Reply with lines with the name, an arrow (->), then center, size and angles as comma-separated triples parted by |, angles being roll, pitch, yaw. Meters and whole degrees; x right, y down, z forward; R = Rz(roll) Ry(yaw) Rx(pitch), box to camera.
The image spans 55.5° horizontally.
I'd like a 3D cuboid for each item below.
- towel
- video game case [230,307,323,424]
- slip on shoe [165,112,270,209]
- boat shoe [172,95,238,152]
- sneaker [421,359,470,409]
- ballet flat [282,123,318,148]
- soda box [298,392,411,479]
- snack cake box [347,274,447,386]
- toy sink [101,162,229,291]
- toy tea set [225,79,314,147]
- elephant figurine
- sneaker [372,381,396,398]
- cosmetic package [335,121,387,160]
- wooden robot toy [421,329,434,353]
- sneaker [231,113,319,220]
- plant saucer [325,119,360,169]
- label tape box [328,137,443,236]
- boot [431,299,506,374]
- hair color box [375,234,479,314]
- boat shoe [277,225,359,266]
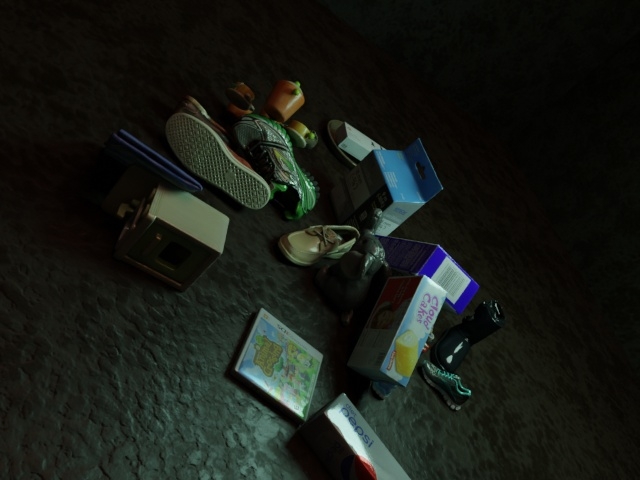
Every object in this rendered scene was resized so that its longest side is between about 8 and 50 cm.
towel -> -0.371, -0.160, 1.318 | 0.209, 0.034, 0.285 | 35, -10, -21
video game case -> -0.089, 0.272, 1.343 | 0.193, 0.023, 0.212 | 39, 31, -12
slip on shoe -> -0.271, -0.207, 1.610 | 0.331, 0.123, 0.101 | 39, 8, -13
boat shoe -> -0.322, -0.305, 1.695 | 0.207, 0.073, 0.073 | 43, 66, -25
sneaker -> 0.357, 0.394, 1.711 | 0.166, 0.076, 0.065 | 47, 29, 0
ballet flat -> -0.096, -0.365, 2.055 | 0.250, 0.058, 0.084 | 9, 46, -47
soda box -> 0.088, 0.469, 1.265 | 0.286, 0.091, 0.098 | 52, 31, 8
snack cake box -> 0.189, 0.219, 1.508 | 0.089, 0.152, 0.264 | 36, 69, -20
toy sink -> -0.333, -0.022, 1.255 | 0.234, 0.153, 0.131 | 33, 33, -24
toy tea set -> -0.155, -0.406, 1.787 | 0.336, 0.124, 0.200 | 25, -19, 29
elephant figurine -> 0.109, 0.066, 1.622 | 0.186, 0.239, 0.169 | 48, 30, 1
sneaker -> 0.193, 0.342, 1.567 | 0.063, 0.073, 0.162 | 45, 30, -3
cosmetic package -> 0.167, -0.344, 2.285 | 0.239, 0.060, 0.098 | 27, 34, -31
wooden robot toy -> 0.310, 0.276, 1.789 | 0.076, 0.079, 0.173 | 51, 31, 8
sneaker -> -0.130, -0.208, 1.715 | 0.343, 0.134, 0.146 | 51, 32, -17
plant saucer -> 0.122, -0.349, 2.334 | 0.278, 0.041, 0.277 | 31, 33, -24
label tape box -> 0.189, -0.154, 1.892 | 0.106, 0.334, 0.240 | 22, 38, -37
boot -> 0.450, 0.286, 1.827 | 0.094, 0.207, 0.246 | 48, 30, 1
hair color box -> 0.260, 0.089, 1.713 | 0.185, 0.110, 0.339 | 43, -11, -22
boat shoe -> 0.000, 0.000, 1.703 | 0.302, 0.098, 0.109 | -3, 56, -53
